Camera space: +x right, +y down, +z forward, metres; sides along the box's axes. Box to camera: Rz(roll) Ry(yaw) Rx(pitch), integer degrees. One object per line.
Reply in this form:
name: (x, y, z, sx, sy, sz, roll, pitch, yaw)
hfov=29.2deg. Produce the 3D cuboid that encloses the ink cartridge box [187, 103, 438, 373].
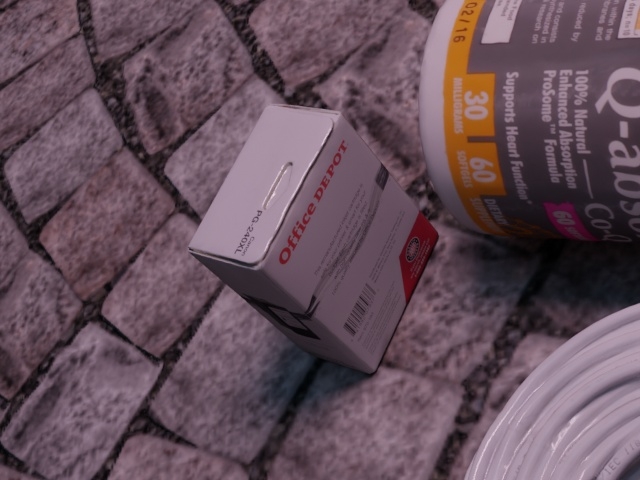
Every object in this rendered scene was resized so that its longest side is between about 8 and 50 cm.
ink cartridge box: (0.000, 0.000, 0.772, 0.063, 0.150, 0.109, 14, 69, 38)

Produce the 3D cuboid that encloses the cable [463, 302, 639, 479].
cable: (0.191, 0.153, 0.591, 0.257, 0.089, 0.257, 17, 70, 40)

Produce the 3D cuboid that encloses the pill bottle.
pill bottle: (0.208, -0.078, 0.682, 0.278, 0.162, 0.162, 3, 62, 35)
